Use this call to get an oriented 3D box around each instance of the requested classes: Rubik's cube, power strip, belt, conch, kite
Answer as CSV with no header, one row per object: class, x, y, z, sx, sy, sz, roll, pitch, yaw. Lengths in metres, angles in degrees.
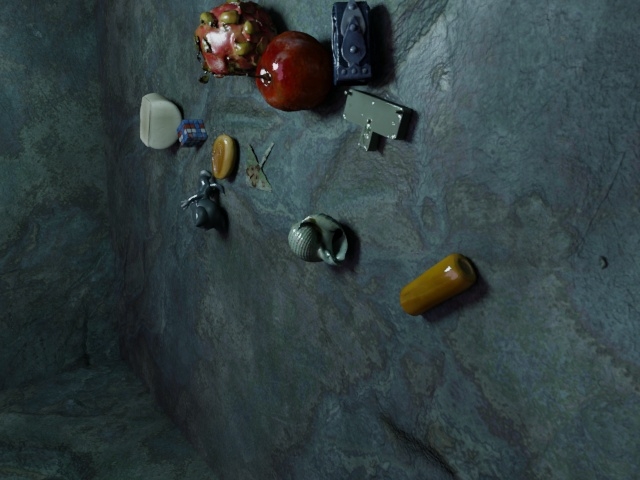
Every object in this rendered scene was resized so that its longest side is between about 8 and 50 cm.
Rubik's cube,-0.567,-0.470,2.149,0.092,0.092,0.092,-32,73,50
power strip,0.141,-0.320,1.343,0.216,0.061,0.145,35,123,42
belt,0.095,-0.525,1.311,0.122,0.128,0.218,-109,16,-83
conch,-0.001,-0.004,1.539,0.200,0.131,0.172,33,105,-5
kite,-0.228,-0.280,1.844,0.229,0.012,0.250,60,137,18

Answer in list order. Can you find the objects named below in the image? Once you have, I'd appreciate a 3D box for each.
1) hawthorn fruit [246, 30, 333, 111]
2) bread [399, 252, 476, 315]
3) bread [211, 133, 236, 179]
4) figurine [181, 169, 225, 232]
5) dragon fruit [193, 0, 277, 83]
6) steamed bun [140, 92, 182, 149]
hawthorn fruit,-0.101,-0.486,1.435,0.242,0.272,0.242,20,121,39
bread,0.289,0.122,1.256,0.239,0.074,0.092,-45,69,46
bread,-0.387,-0.338,1.976,0.114,0.077,0.189,25,119,22
figurine,-0.478,-0.160,2.094,0.140,0.193,0.265,7,75,27
dragon fruit,-0.279,-0.672,1.628,0.291,0.269,0.250,17,121,52
steamed bun,-0.746,-0.557,2.292,0.146,0.164,0.241,41,129,40
